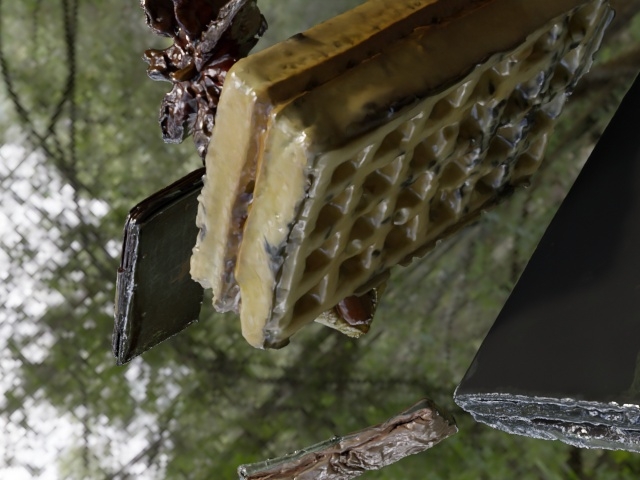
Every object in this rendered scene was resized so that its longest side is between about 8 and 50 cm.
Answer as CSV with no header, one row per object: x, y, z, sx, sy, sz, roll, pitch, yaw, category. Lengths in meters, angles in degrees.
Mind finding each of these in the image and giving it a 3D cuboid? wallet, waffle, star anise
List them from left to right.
-0.162,0.028,1.436,0.122,0.232,0.031,-31,-119,-35,wallet
-0.113,-0.176,1.445,0.088,0.288,0.288,-26,-112,-35,star anise
0.071,-0.087,1.159,0.114,0.261,0.376,40,-130,24,waffle
0.264,-0.033,1.014,0.062,0.406,0.228,43,158,-22,wallet

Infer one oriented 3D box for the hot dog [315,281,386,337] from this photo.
0.003,-0.001,1.558,0.261,0.123,0.093,59,-175,-16,hot dog

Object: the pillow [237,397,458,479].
0.033,0.230,1.508,0.126,0.232,0.043,51,-162,-68,pillow
